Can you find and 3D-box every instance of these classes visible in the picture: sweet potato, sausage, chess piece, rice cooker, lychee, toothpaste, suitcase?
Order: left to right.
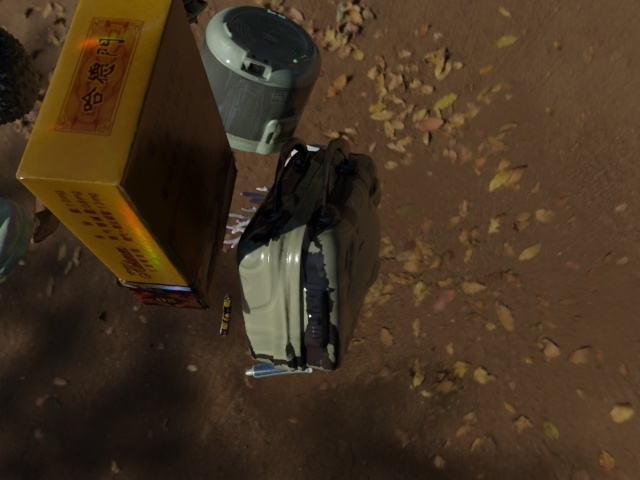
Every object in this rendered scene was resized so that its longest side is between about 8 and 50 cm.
[{"bbox_3d":[-0.589,-0.044,0.889,0.139,0.271,0.139,-16,58,28],"label":"chess piece"},{"bbox_3d":[-0.807,-0.402,1.442,0.255,0.274,0.255,1,95,10],"label":"lychee"},{"bbox_3d":[-0.581,-0.062,1.266,0.051,0.065,0.218,-14,40,1],"label":"sweet potato"},{"bbox_3d":[-0.251,0.202,1.588,0.028,0.198,0.025,-29,60,-34],"label":"sausage"},{"bbox_3d":[-0.152,-0.367,1.393,0.288,0.288,0.277,44,137,16],"label":"rice cooker"},{"bbox_3d":[-0.113,0.345,1.619,0.197,0.035,0.057,-13,71,16],"label":"toothpaste"},{"bbox_3d":[0.000,0.000,0.957,0.193,0.352,0.339,7,125,12],"label":"suitcase"}]

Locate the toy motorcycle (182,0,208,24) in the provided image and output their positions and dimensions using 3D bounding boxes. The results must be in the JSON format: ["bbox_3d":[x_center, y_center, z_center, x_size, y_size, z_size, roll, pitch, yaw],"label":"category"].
[{"bbox_3d":[-0.429,-0.624,1.559,0.236,0.410,0.169,-9,120,25],"label":"toy motorcycle"}]

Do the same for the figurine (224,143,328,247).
[{"bbox_3d":[-0.069,-0.086,1.449,0.284,0.206,0.316,21,48,-15],"label":"figurine"}]

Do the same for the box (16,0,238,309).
[{"bbox_3d":[-0.215,-0.088,0.792,0.115,0.415,0.265,5,68,4],"label":"box"}]
